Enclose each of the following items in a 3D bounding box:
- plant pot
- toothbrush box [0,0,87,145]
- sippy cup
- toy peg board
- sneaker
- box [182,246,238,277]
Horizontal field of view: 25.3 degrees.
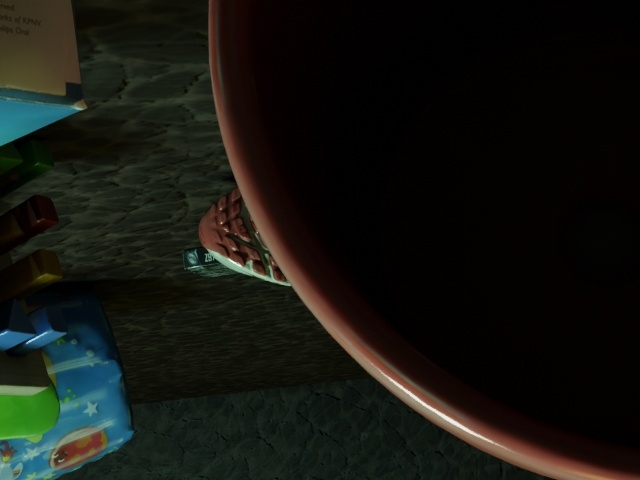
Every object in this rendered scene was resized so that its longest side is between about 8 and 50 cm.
[{"bbox_3d":[0.110,-0.031,0.493,0.275,0.275,0.243,-7,163,0],"label":"plant pot"},{"bbox_3d":[-0.255,-0.073,0.480,0.216,0.126,0.295,3,165,-45],"label":"toothbrush box"},{"bbox_3d":[-0.312,0.153,1.424,0.224,0.305,0.240,-14,127,-15],"label":"sippy cup"},{"bbox_3d":[-0.212,0.002,0.849,0.079,0.161,0.161,-28,162,20],"label":"toy peg board"},{"bbox_3d":[0.000,0.000,1.118,0.225,0.088,0.092,2,167,-38],"label":"sneaker"},{"bbox_3d":[-0.079,0.017,1.335,0.083,0.018,0.067,-10,169,15],"label":"box"}]
